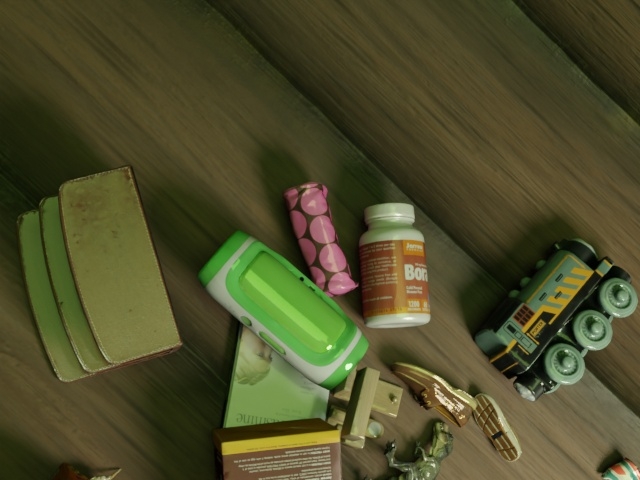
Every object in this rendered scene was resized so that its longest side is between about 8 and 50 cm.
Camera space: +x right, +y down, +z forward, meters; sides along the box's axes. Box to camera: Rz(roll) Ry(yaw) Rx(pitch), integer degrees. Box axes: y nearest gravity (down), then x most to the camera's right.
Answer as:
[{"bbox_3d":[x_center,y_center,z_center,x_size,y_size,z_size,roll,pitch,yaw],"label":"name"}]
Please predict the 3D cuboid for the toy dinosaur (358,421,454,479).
[{"bbox_3d":[0.142,0.424,1.427,0.118,0.064,0.268,35,75,-13],"label":"toy dinosaur"}]

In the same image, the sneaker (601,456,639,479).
[{"bbox_3d":[0.590,0.499,1.540,0.075,0.057,0.161,-25,87,-2],"label":"sneaker"}]

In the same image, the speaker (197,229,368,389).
[{"bbox_3d":[-0.063,0.117,1.377,0.296,0.131,0.131,41,71,-3],"label":"speaker"}]

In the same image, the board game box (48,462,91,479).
[{"bbox_3d":[-0.309,0.555,1.059,0.356,0.356,0.356,40,71,-8],"label":"board game box"}]

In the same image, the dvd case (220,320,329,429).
[{"bbox_3d":[-0.070,0.238,1.426,0.181,0.022,0.252,12,76,-13],"label":"dvd case"}]

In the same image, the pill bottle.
[{"bbox_3d":[0.131,0.046,1.469,0.121,0.121,0.216,0,79,-15],"label":"pill bottle"}]

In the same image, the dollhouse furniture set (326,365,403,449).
[{"bbox_3d":[0.097,0.288,1.383,0.123,0.151,0.144,21,66,-11],"label":"dollhouse furniture set"}]

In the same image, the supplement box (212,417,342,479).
[{"bbox_3d":[-0.071,0.404,1.319,0.191,0.129,0.194,-3,87,-14],"label":"supplement box"}]

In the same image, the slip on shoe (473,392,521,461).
[{"bbox_3d":[0.330,0.342,1.505,0.135,0.051,0.041,57,31,10],"label":"slip on shoe"}]

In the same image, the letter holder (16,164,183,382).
[{"bbox_3d":[-0.371,0.061,1.316,0.215,0.152,0.301,-15,83,-16],"label":"letter holder"}]

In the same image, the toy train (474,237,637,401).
[{"bbox_3d":[0.447,0.142,1.534,0.190,0.142,0.334,43,71,7],"label":"toy train"}]

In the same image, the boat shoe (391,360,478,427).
[{"bbox_3d":[0.202,0.278,1.469,0.178,0.064,0.060,32,72,-10],"label":"boat shoe"}]

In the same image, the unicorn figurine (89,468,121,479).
[{"bbox_3d":[-0.389,0.432,1.277,0.162,0.060,0.111,-4,84,-19],"label":"unicorn figurine"}]

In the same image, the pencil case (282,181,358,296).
[{"bbox_3d":[0.000,0.000,1.462,0.095,0.098,0.209,-20,82,27],"label":"pencil case"}]
